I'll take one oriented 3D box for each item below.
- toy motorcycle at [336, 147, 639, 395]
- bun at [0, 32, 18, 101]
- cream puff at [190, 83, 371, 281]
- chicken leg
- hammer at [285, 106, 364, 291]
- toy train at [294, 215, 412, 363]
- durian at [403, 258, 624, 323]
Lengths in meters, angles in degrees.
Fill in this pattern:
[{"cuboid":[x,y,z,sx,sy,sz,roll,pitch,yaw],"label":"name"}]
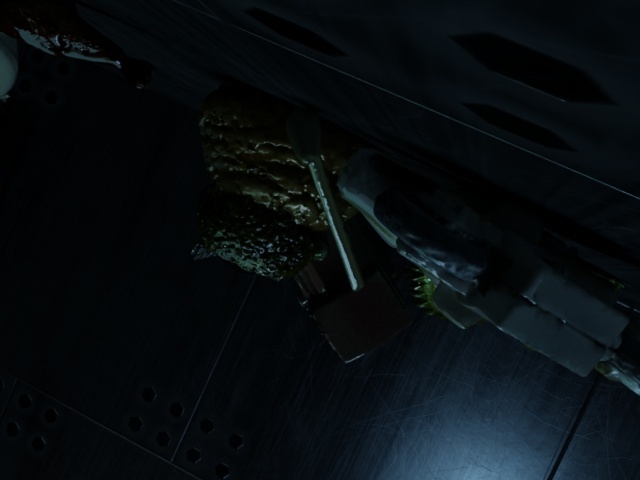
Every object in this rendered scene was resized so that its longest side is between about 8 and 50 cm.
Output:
[{"cuboid":[0.162,0.027,0.711,0.340,0.108,0.223,29,-168,-26],"label":"toy motorcycle"},{"cuboid":[-0.532,-0.295,1.093,0.263,0.175,0.263,-7,163,-2],"label":"bun"},{"cuboid":[-0.053,-0.042,0.789,0.183,0.169,0.183,23,-176,-2],"label":"cream puff"},{"cuboid":[-0.228,-0.181,0.684,0.219,0.048,0.089,27,-173,31],"label":"chicken leg"},{"cuboid":[0.013,-0.018,0.700,0.060,0.028,0.195,-102,-8,-49],"label":"hammer"},{"cuboid":[0.000,0.000,1.059,0.304,0.150,0.221,58,-178,-10],"label":"toy train"},{"cuboid":[0.255,0.019,1.118,0.394,0.163,0.198,18,148,-31],"label":"durian"}]
